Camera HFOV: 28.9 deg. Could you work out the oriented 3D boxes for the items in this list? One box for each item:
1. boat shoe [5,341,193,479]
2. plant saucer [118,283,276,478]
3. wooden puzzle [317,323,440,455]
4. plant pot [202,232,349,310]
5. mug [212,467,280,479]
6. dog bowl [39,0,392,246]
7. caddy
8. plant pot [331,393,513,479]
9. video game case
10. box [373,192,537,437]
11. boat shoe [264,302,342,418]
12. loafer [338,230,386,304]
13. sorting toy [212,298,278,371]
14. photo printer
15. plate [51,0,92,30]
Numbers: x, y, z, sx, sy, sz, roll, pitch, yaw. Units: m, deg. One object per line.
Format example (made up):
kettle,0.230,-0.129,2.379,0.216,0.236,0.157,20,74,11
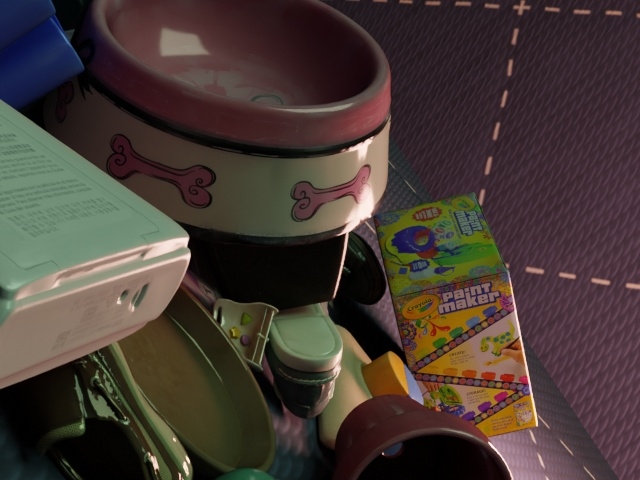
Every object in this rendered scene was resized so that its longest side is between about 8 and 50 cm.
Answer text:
boat shoe,-0.195,0.130,0.991,0.257,0.095,0.095,50,20,-11
plant saucer,-0.147,0.130,1.256,0.278,0.041,0.278,49,14,-17
wooden puzzle,0.132,0.287,1.692,0.348,0.080,0.322,48,15,-19
plant pot,-0.060,-0.014,1.551,0.187,0.188,0.167,-113,-166,-62
mug,-0.060,0.263,1.049,0.129,0.097,0.158,56,8,-10
dog bowl,-0.102,-0.170,1.403,0.408,0.150,0.408,12,34,-8
caddy,-0.377,-0.259,1.201,0.341,0.179,0.241,59,-7,20
plant pot,0.097,0.269,1.420,0.201,0.201,0.180,48,1,-20
video game case,-0.221,-0.035,1.461,0.274,0.026,0.196,42,17,-40
box,0.208,0.119,1.953,0.290,0.177,0.279,-97,174,-65
boat shoe,-0.038,0.116,1.601,0.319,0.116,0.099,-114,-155,-65
loafer,0.000,0.000,2.002,0.084,0.096,0.267,-3,50,-52
sorting toy,-0.098,0.106,1.458,0.075,0.045,0.083,33,53,-26
photo printer,-0.279,-0.031,0.900,0.307,0.107,0.256,34,20,14
plate,-0.336,-0.283,1.422,0.188,0.188,0.024,35,51,-52
